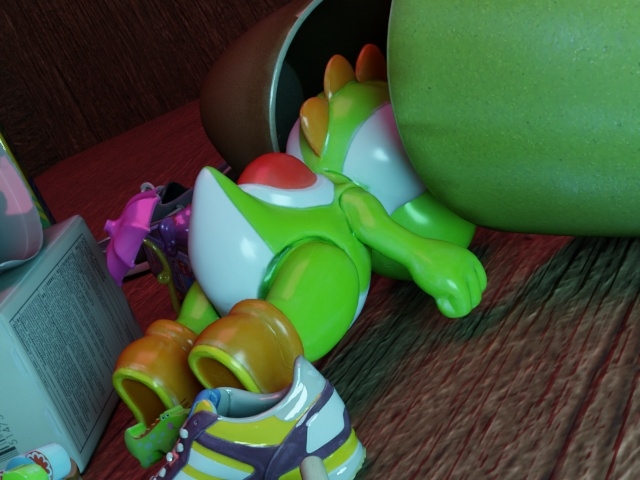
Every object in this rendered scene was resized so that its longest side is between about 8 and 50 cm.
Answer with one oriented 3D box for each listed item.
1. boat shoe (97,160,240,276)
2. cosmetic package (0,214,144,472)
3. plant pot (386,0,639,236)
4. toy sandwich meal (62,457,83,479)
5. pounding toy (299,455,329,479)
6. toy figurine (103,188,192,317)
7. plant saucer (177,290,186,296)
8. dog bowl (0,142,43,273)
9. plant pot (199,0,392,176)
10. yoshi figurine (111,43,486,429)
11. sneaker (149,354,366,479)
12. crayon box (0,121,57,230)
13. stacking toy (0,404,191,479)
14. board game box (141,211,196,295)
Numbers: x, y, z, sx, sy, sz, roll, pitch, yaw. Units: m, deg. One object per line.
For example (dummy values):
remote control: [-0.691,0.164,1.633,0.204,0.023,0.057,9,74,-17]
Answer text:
boat shoe: [-0.171,-0.040,1.650,0.319,0.099,0.116,-20,15,30]
cosmetic package: [-0.260,0.101,1.161,0.129,0.153,0.296,-24,12,9]
plant pot: [0.240,-0.113,0.826,0.274,0.275,0.293,-34,30,-28]
toy sandwich meal: [-0.214,0.192,0.989,0.085,0.029,0.085,-28,23,13]
pounding toy: [0.012,0.158,0.483,0.141,0.100,0.130,-37,16,-37]
toy figurine: [-0.103,0.027,1.108,0.173,0.159,0.130,-31,13,-17]
plant saucer: [-0.112,0.038,1.413,0.083,0.013,0.083,-26,12,6]
dog bowl: [-0.384,-0.086,1.092,0.102,0.349,0.349,-39,11,8]
plant pot: [-0.003,-0.124,1.251,0.237,0.237,0.254,-33,21,-23]
yoshi figurine: [0.020,0.019,0.985,0.362,0.203,0.203,-55,-13,-36]
sneaker: [-0.070,0.132,0.794,0.185,0.084,0.069,-26,13,5]
crayon box: [-0.417,-0.066,1.747,0.083,0.323,0.203,-29,13,-7]
stacking toy: [-0.197,0.164,0.828,0.221,0.052,0.167,-34,-7,28]
board game box: [-0.075,0.005,1.335,0.194,0.060,0.194,-21,21,-7]
